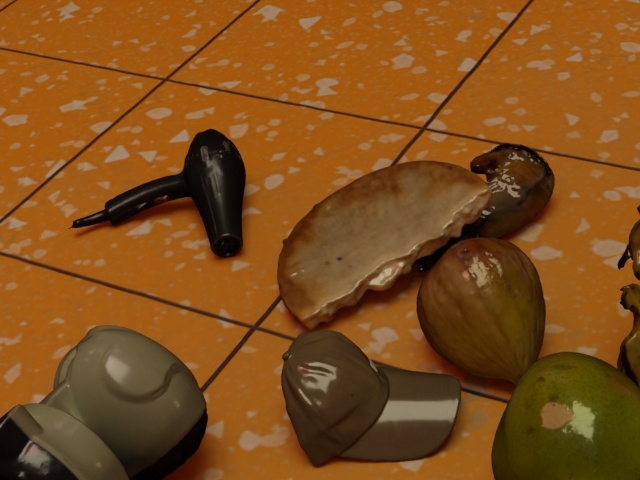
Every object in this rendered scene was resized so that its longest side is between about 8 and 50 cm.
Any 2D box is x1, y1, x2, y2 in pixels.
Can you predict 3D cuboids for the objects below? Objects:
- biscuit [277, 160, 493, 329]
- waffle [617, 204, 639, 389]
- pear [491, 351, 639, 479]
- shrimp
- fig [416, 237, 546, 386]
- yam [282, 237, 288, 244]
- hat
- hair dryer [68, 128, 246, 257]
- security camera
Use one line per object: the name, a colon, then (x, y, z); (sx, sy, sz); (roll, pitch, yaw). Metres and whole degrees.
biscuit: (0.066, -0.011, 1.659); (0.309, 0.040, 0.204); (-35, 38, -8)
waffle: (0.490, 0.073, 1.282); (0.382, 0.379, 0.095); (0, -6, 35)
pear: (0.262, 0.204, 1.260); (0.187, 0.187, 0.219); (-1, 44, 11)
shrimp: (0.208, -0.041, 1.693); (0.262, 0.066, 0.117); (-29, 61, -23)
fig: (0.212, 0.115, 1.451); (0.159, 0.159, 0.257); (-16, 55, -9)
yam: (0.000, 0.000, 1.726); (0.107, 0.014, 0.014); (-4, 37, 7)
hat: (0.059, 0.162, 1.419); (0.173, 0.144, 0.166); (-20, 34, 24)
hair dryer: (-0.234, -0.040, 1.803); (0.272, 0.091, 0.235); (-19, 47, 7)
security camera: (-0.245, 0.217, 1.350); (0.197, 0.191, 0.277); (-37, 9, 46)
